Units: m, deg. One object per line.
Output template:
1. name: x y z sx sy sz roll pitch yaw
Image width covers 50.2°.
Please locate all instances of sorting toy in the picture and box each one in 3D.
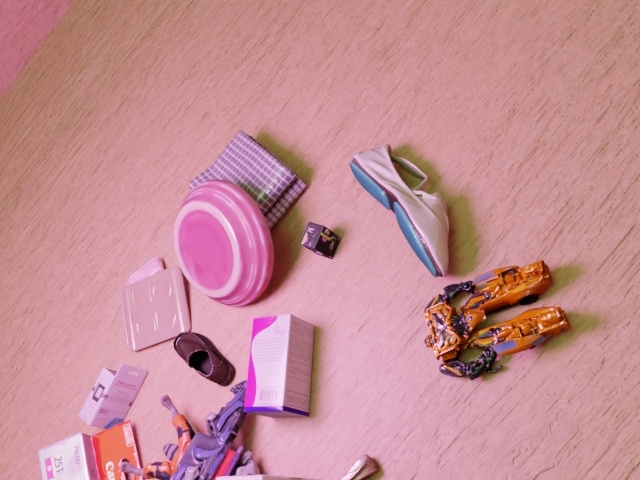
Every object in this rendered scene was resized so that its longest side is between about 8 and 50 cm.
1. sorting toy: -0.460 0.192 1.910 0.208 0.038 0.193 -20 71 20

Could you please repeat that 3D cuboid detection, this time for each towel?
1. towel: -0.206 -0.149 1.852 0.235 0.121 0.283 -51 51 3

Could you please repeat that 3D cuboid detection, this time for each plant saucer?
1. plant saucer: -0.263 0.014 1.735 0.332 0.084 0.333 14 113 37

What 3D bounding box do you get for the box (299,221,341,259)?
1. box: 0.000 0.000 1.672 0.052 0.083 0.062 17 80 37

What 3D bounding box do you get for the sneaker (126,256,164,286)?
1. sneaker: -0.503 0.114 1.976 0.134 0.051 0.070 -42 47 6

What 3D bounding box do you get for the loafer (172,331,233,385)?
1. loafer: -0.312 0.291 1.753 0.220 0.078 0.080 25 85 38

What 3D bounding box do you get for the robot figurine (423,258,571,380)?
1. robot figurine: 0.336 0.155 1.379 0.290 0.085 0.211 -25 57 22

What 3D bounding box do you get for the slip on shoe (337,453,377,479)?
1. slip on shoe: 0.064 0.509 1.430 0.135 0.051 0.041 -46 64 1

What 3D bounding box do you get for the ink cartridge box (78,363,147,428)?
1. ink cartridge box: -0.558 0.413 1.848 0.060 0.104 0.180 22 82 39

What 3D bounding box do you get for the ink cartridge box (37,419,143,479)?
1. ink cartridge box: -0.575 0.621 1.733 0.238 0.060 0.275 -23 63 2

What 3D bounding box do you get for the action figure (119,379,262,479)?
1. action figure: -0.267 0.488 1.625 0.330 0.179 0.341 17 52 31

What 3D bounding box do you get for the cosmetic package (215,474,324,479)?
1. cosmetic package: -0.107 0.666 1.367 0.155 0.196 0.366 -20 57 38

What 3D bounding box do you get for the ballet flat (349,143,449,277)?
1. ballet flat: 0.208 -0.091 1.559 0.139 0.139 0.400 -42 52 11

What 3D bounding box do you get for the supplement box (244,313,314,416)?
1. supplement box: -0.093 0.293 1.587 0.111 0.114 0.220 -9 66 31
